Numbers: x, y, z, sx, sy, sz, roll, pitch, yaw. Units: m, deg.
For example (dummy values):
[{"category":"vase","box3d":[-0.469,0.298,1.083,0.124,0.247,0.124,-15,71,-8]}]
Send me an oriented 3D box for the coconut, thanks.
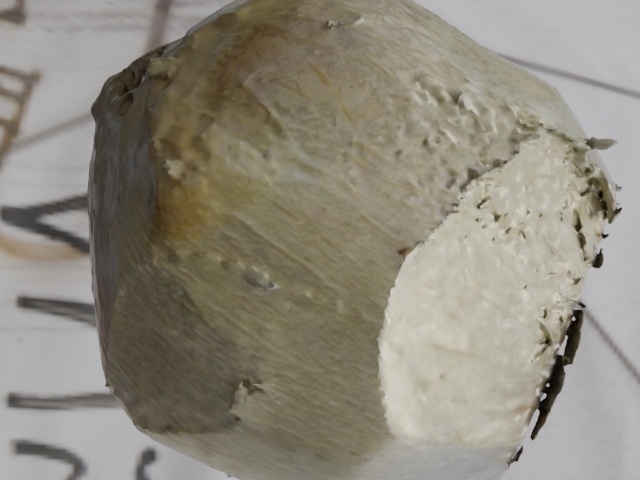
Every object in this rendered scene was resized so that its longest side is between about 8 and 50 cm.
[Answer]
[{"category":"coconut","box3d":[0.000,0.000,1.129,0.360,0.346,0.346,24,-77,2]}]
